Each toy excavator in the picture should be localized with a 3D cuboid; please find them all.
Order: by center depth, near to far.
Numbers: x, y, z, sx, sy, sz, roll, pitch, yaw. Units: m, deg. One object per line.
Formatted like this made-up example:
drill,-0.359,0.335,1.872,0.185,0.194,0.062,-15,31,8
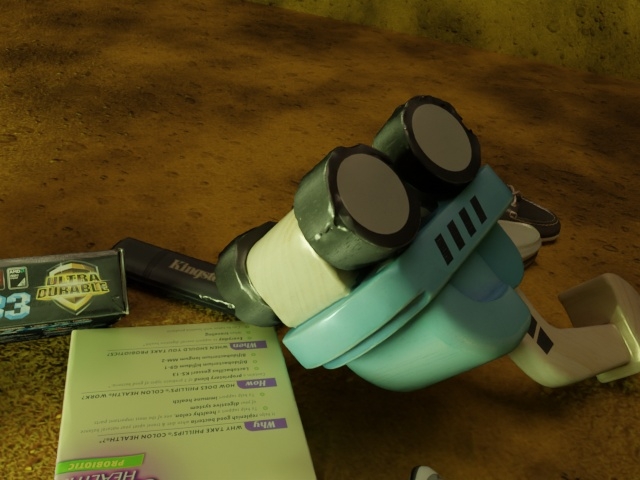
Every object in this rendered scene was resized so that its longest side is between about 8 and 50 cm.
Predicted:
toy excavator,0.173,0.068,0.772,0.445,0.222,0.433,52,47,-2

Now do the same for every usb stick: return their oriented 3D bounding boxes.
usb stick,-0.175,0.057,0.955,0.278,0.045,0.077,17,31,15

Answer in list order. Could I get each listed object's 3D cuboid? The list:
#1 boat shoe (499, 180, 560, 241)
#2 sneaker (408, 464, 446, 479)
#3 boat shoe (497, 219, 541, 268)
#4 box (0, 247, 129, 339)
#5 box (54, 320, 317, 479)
boat shoe,0.269,-0.080,1.223,0.336,0.095,0.112,15,32,13
sneaker,0.126,0.296,0.581,0.132,0.086,0.228,14,31,8
boat shoe,0.225,-0.007,1.084,0.303,0.103,0.113,-5,33,-19
box,-0.361,0.074,0.702,0.296,0.073,0.293,-6,-9,-21
box,-0.134,0.199,0.658,0.214,0.117,0.243,-2,31,-15
